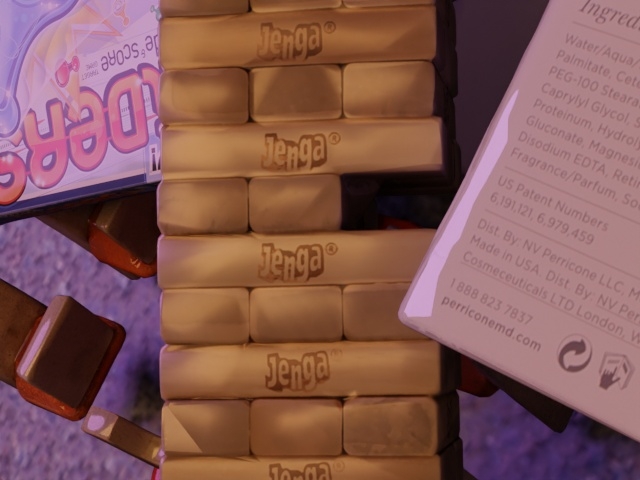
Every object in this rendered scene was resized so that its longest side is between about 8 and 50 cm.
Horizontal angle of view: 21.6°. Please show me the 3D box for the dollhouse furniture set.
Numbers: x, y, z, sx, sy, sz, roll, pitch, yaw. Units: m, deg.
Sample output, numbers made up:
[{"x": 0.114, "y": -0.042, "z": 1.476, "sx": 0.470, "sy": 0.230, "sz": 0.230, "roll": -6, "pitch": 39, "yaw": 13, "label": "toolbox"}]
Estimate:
[{"x": -0.038, "y": 0.100, "z": 0.721, "sx": 0.262, "sy": 0.135, "sz": 0.259, "roll": 17, "pitch": 76, "yaw": 38, "label": "dollhouse furniture set"}]

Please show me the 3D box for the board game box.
[{"x": -0.087, "y": -0.085, "z": 0.683, "sx": 0.201, "sy": 0.035, "sz": 0.136, "roll": -10, "pitch": 85, "yaw": 41, "label": "board game box"}]

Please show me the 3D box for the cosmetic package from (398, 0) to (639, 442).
[{"x": 0.176, "y": -0.030, "z": 0.515, "sx": 0.138, "sy": 0.224, "sz": 0.225, "roll": 25, "pitch": 93, "yaw": 38, "label": "cosmetic package"}]

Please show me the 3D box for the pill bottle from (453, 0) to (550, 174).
[{"x": -0.009, "y": -0.111, "z": 0.729, "sx": 0.245, "sy": 0.136, "sz": 0.136, "roll": 25, "pitch": 92, "yaw": 38, "label": "pill bottle"}]

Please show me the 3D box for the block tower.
[{"x": 0.000, "y": 0.000, "z": 0.550, "sx": 0.090, "sy": 0.097, "sz": 0.336, "roll": -1, "pitch": 86, "yaw": 8, "label": "block tower"}]
